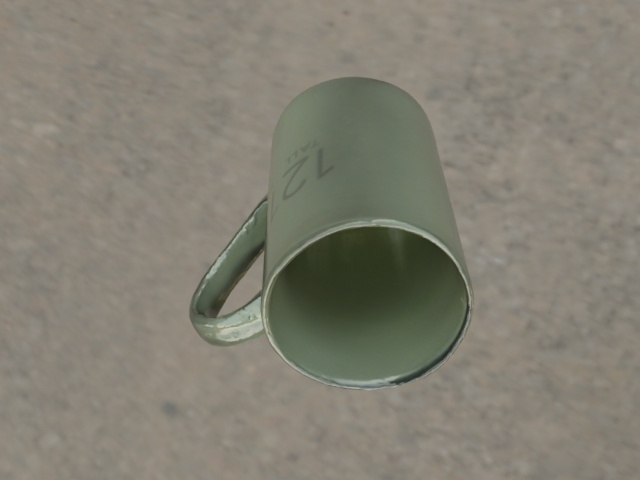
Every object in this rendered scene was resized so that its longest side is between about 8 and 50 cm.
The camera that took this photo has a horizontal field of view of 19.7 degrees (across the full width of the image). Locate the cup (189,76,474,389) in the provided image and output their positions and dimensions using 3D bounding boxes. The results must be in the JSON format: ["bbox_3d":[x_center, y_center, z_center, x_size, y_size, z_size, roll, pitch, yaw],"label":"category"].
[{"bbox_3d":[0.005,0.002,0.512,0.054,0.083,0.075,30,118,-21],"label":"cup"}]
